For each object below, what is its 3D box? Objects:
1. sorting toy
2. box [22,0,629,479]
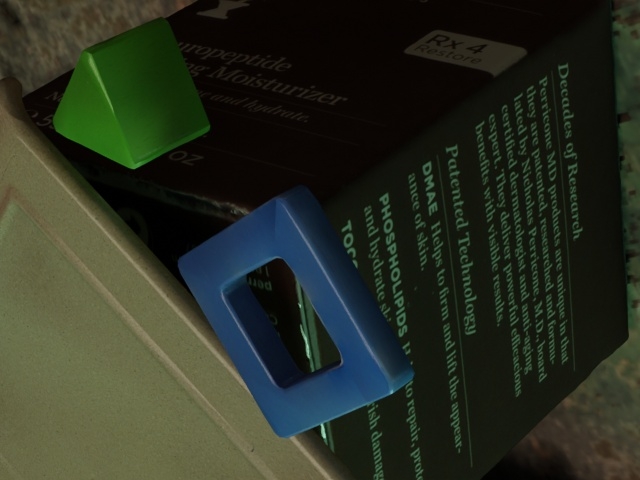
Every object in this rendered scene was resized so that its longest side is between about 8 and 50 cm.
[{"bbox_3d":[-0.070,0.060,0.603,0.196,0.047,0.348,51,141,11],"label":"sorting toy"},{"bbox_3d":[0.000,0.000,0.685,0.168,0.203,0.167,16,128,37],"label":"box"}]
